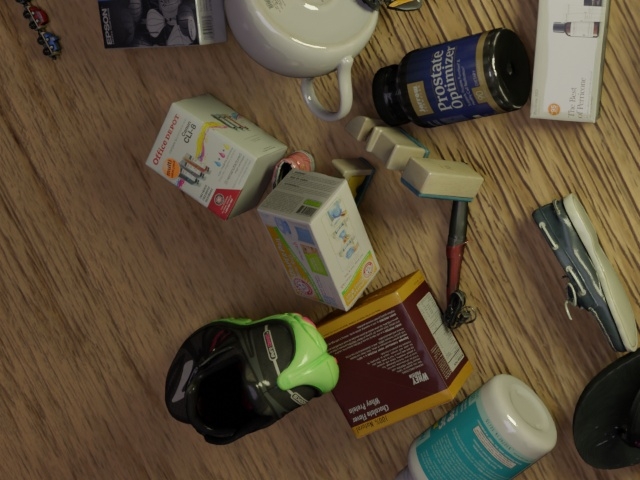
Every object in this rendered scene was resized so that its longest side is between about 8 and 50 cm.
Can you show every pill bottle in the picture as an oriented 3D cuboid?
[{"bbox_3d":[0.242,0.344,1.682,0.146,0.146,0.264,48,116,4],"label":"pill bottle"},{"bbox_3d":[0.191,-0.235,1.549,0.219,0.123,0.123,-8,101,38],"label":"pill bottle"}]

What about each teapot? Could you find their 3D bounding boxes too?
[{"bbox_3d":[-0.042,-0.345,1.593,0.252,0.256,0.187,20,157,-17],"label":"teapot"}]

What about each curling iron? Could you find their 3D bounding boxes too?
[{"bbox_3d":[0.226,0.012,1.655,0.068,0.035,0.274,20,112,57],"label":"curling iron"}]

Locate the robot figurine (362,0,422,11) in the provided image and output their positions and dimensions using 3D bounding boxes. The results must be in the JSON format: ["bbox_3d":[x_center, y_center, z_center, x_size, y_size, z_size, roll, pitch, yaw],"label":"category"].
[{"bbox_3d":[0.073,-0.464,1.504,0.291,0.085,0.211,30,86,-9],"label":"robot figurine"}]

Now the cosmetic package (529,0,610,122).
[{"bbox_3d":[0.363,-0.294,1.504,0.099,0.060,0.239,7,107,22],"label":"cosmetic package"}]

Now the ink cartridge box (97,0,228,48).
[{"bbox_3d":[-0.283,-0.394,1.680,0.332,0.065,0.165,8,109,46],"label":"ink cartridge box"}]

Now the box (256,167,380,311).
[{"bbox_3d":[0.000,0.000,1.653,0.114,0.103,0.203,16,143,37],"label":"box"}]

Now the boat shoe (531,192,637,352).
[{"bbox_3d":[0.399,0.057,1.566,0.079,0.095,0.254,-25,92,25],"label":"boat shoe"}]

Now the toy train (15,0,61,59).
[{"bbox_3d":[-0.507,-0.398,1.863,0.036,0.027,0.158,-27,92,16],"label":"toy train"}]

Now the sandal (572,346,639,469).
[{"bbox_3d":[0.551,0.212,1.520,0.167,0.107,0.446,45,117,-11],"label":"sandal"}]

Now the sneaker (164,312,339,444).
[{"bbox_3d":[-0.166,0.235,1.737,0.483,0.202,0.185,-28,91,56],"label":"sneaker"}]

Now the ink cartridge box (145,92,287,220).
[{"bbox_3d":[-0.175,-0.143,1.735,0.176,0.127,0.128,34,115,12],"label":"ink cartridge box"}]

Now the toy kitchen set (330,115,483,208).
[{"bbox_3d":[0.120,-0.083,1.635,0.207,0.122,0.166,46,122,41],"label":"toy kitchen set"}]

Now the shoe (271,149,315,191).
[{"bbox_3d":[-0.048,-0.058,1.730,0.063,0.081,0.178,9,108,21],"label":"shoe"}]

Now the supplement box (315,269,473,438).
[{"bbox_3d":[0.111,0.186,1.703,0.191,0.129,0.194,-28,92,27],"label":"supplement box"}]
